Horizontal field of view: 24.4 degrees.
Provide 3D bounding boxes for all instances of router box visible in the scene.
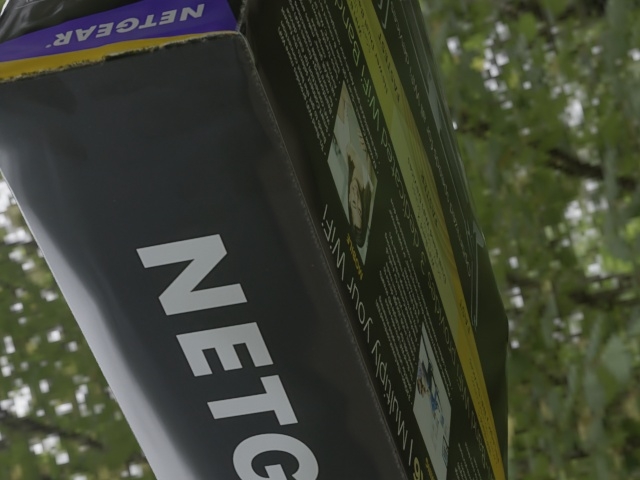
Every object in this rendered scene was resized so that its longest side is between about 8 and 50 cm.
[{"bbox_3d":[0.000,0.000,0.536,0.243,0.081,0.309,-81,-24,-52],"label":"router box"}]
